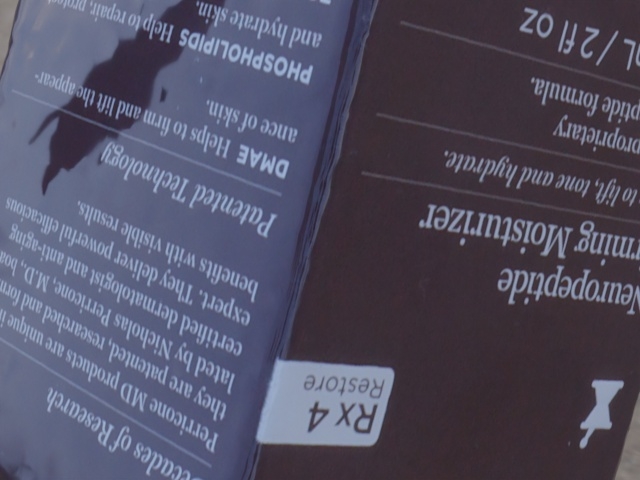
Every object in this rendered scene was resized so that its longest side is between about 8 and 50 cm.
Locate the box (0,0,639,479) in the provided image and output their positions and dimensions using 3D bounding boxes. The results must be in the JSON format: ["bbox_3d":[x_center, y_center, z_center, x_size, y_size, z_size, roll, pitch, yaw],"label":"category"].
[{"bbox_3d":[0.000,0.000,0.518,0.167,0.168,0.203,21,100,46],"label":"box"}]
